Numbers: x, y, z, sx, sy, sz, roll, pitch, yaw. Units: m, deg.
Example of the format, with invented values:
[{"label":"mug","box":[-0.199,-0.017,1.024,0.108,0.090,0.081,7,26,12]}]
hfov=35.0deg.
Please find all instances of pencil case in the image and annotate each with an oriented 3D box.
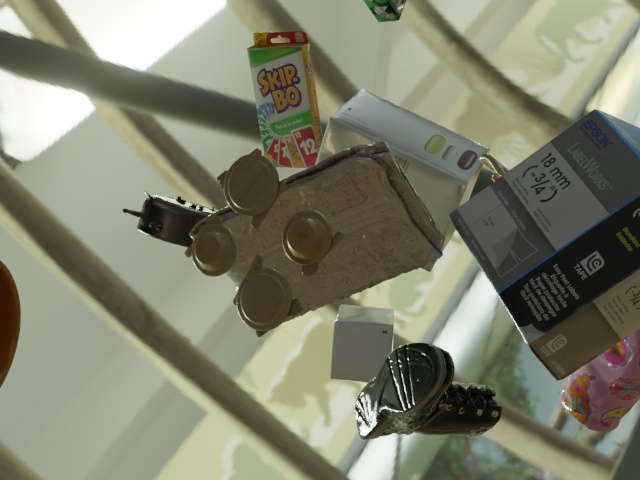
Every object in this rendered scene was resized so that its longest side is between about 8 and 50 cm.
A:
[{"label":"pencil case","box":[0.515,0.192,1.723,0.124,0.124,0.284,-36,-28,-54]}]

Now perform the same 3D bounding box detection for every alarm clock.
[{"label":"alarm clock","box":[-0.180,-0.023,1.476,0.192,0.129,0.064,16,-87,-35]}]

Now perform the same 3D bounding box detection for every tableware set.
[{"label":"tableware set","box":[-0.062,0.002,1.022,0.141,0.168,0.020,-51,-24,13]}]

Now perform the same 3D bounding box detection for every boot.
[{"label":"boot","box":[0.164,0.199,1.329,0.236,0.178,0.085,126,142,-54]}]

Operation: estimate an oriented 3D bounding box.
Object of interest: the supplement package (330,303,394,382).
[{"label":"supplement package","box":[0.077,0.181,1.805,0.179,0.105,0.105,-52,-33,-83]}]

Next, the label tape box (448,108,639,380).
[{"label":"label tape box","box":[0.346,-0.031,1.183,0.333,0.241,0.106,-36,-48,10]}]

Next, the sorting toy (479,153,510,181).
[{"label":"sorting toy","box":[0.319,-0.031,1.528,0.047,0.196,0.347,-42,-34,16]}]

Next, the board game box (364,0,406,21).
[{"label":"board game box","box":[0.109,-0.545,1.638,0.213,0.046,0.317,45,-123,-43]}]

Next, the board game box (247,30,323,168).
[{"label":"board game box","box":[-0.064,-0.263,1.914,0.039,0.124,0.260,-35,-57,-53]}]

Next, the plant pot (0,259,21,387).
[{"label":"plant pot","box":[-0.462,0.091,1.087,0.205,0.187,0.205,12,-90,-69]}]

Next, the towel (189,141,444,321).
[{"label":"towel","box":[0.000,0.000,1.275,0.187,0.282,0.049,54,-157,-29]}]

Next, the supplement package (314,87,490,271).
[{"label":"supplement package","box":[0.132,-0.110,1.803,0.145,0.261,0.204,-50,-17,-51]}]
